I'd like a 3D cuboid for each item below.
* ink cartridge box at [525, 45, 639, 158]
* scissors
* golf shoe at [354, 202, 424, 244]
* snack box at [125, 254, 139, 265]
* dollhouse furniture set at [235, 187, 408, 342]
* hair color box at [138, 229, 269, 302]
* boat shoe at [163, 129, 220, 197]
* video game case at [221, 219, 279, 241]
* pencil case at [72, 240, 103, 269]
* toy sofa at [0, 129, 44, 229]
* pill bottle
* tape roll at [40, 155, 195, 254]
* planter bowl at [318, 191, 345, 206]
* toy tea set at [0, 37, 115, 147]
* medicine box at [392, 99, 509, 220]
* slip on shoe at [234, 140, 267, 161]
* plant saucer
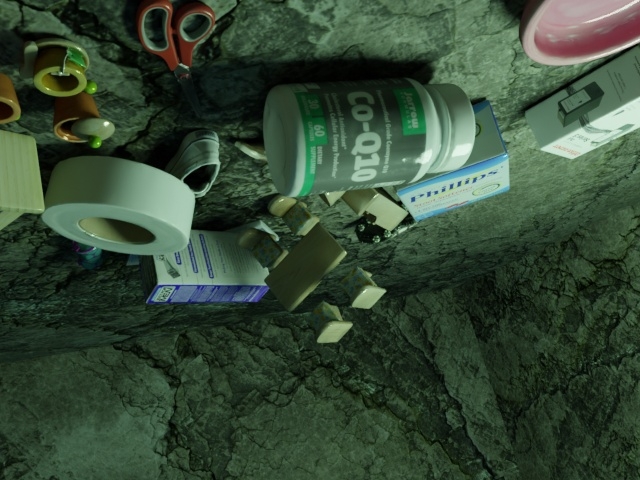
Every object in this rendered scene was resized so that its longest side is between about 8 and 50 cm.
[{"bbox_3d":[0.663,-0.311,1.305,0.199,0.114,0.273,2,157,-44],"label":"ink cartridge box"},{"bbox_3d":[-0.229,-0.272,0.866,0.109,0.021,0.297,-11,164,-19],"label":"scissors"},{"bbox_3d":[0.246,-0.057,1.824,0.273,0.105,0.120,-22,169,27],"label":"golf shoe"},{"bbox_3d":[-0.523,0.033,1.607,0.064,0.022,0.178,-4,161,-28],"label":"snack box"},{"bbox_3d":[0.000,0.000,1.394,0.394,0.362,0.256,-47,155,11],"label":"dollhouse furniture set"},{"bbox_3d":[-0.323,0.072,1.547,0.339,0.185,0.110,5,142,-37],"label":"hair color box"},{"bbox_3d":[-0.272,-0.133,1.161,0.095,0.084,0.258,-7,162,-24],"label":"boat shoe"},{"bbox_3d":[-0.237,-0.006,1.718,0.173,0.022,0.190,-16,164,7],"label":"video game case"},{"bbox_3d":[-0.606,0.026,1.440,0.070,0.064,0.151,-25,168,-23],"label":"pencil case"},{"bbox_3d":[-0.660,-0.060,0.962,0.363,0.150,0.177,-24,162,31],"label":"toy sofa"},{"bbox_3d":[0.089,-0.199,1.038,0.361,0.204,0.204,-9,163,-19],"label":"pill bottle"},{"bbox_3d":[-0.404,-0.062,1.118,0.287,0.100,0.286,4,160,2],"label":"tape roll"},{"bbox_3d":[0.016,-0.170,1.194,0.109,0.162,0.162,-37,164,-3],"label":"planter bowl"},{"bbox_3d":[-0.431,-0.194,0.757,0.200,0.124,0.336,-28,159,38],"label":"toy tea set"},{"bbox_3d":[0.317,-0.185,1.373,0.264,0.149,0.289,-19,164,15],"label":"medicine box"},{"bbox_3d":[-0.124,-0.193,1.172,0.135,0.051,0.041,17,106,-47],"label":"slip on shoe"},{"bbox_3d":[0.476,-0.411,0.877,0.333,0.084,0.332,-13,164,-4],"label":"plant saucer"}]
